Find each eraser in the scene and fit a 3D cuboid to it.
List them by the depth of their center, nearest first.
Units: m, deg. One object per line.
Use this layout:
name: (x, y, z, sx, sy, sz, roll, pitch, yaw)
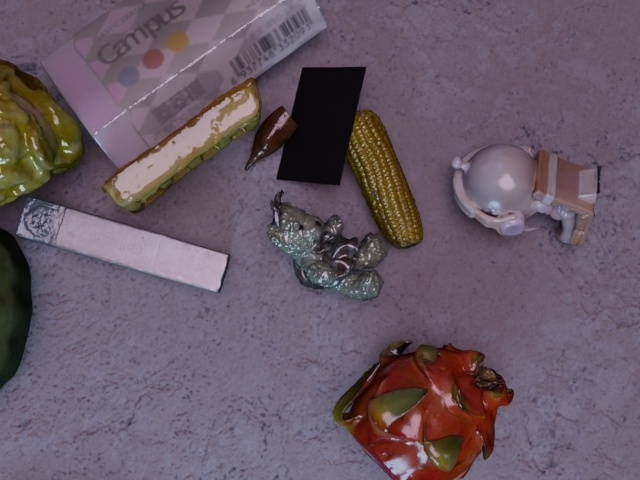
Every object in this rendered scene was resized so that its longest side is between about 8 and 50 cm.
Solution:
eraser: (-0.210, -0.304, 1.398, 0.397, 0.082, 0.213, -38, 69, -6)

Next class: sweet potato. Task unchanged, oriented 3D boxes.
sweet potato: (-0.083, -0.157, 1.432, 0.049, 0.049, 0.117, 39, 96, 0)

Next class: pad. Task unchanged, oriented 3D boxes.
pad: (0.000, -0.182, 1.416, 0.127, 0.004, 0.190, 9, 84, 37)

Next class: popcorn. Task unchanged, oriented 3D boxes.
popcorn: (-0.477, -0.155, 1.315, 0.259, 0.259, 0.212, -32, 110, -5)

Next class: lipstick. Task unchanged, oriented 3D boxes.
lipstick: (-0.299, 0.008, 1.389, 0.317, 0.068, 0.066, 16, 84, -2)

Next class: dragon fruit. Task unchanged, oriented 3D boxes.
dragon fruit: (0.155, 0.253, 1.326, 0.224, 0.224, 0.227, 38, 80, 0)

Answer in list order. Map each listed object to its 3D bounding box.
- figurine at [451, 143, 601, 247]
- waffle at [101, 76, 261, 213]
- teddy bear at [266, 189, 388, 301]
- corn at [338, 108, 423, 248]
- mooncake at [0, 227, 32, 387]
figurine: (0.312, -0.076, 1.412, 0.236, 0.141, 0.163, 11, 56, 0)
waffle: (-0.200, -0.137, 1.359, 0.274, 0.168, 0.057, -37, 93, -7)
teddy bear: (-0.004, 0.015, 1.391, 0.213, 0.111, 0.133, 30, 42, -10)
corn: (0.094, -0.094, 1.415, 0.080, 0.080, 0.231, -22, 87, -5)
mooncake: (-0.600, 0.103, 1.308, 0.351, 0.187, 0.351, 0, 86, -6)
